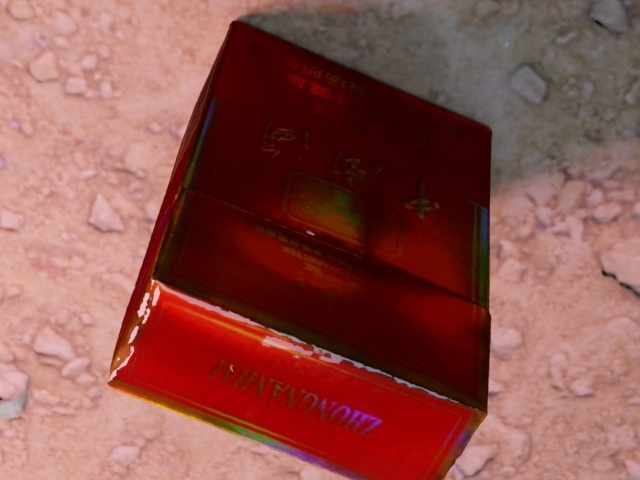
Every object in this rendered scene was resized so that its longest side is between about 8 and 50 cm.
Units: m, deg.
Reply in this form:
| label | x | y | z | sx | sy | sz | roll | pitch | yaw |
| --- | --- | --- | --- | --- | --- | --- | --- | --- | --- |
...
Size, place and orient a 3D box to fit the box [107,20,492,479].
| label | x | y | z | sx | sy | sz | roll | pitch | yaw |
| --- | --- | --- | --- | --- | --- | --- | --- | --- | --- |
| box | 0.001 | 0.000 | 1.008 | 0.197 | 0.313 | 0.089 | 23 | 123 | -9 |

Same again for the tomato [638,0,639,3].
| label | x | y | z | sx | sy | sz | roll | pitch | yaw |
| --- | --- | --- | --- | --- | --- | --- | --- | --- | --- |
| tomato | 0.281 | -0.191 | 0.863 | 0.273 | 0.341 | 0.341 | -6 | 122 | 25 |
